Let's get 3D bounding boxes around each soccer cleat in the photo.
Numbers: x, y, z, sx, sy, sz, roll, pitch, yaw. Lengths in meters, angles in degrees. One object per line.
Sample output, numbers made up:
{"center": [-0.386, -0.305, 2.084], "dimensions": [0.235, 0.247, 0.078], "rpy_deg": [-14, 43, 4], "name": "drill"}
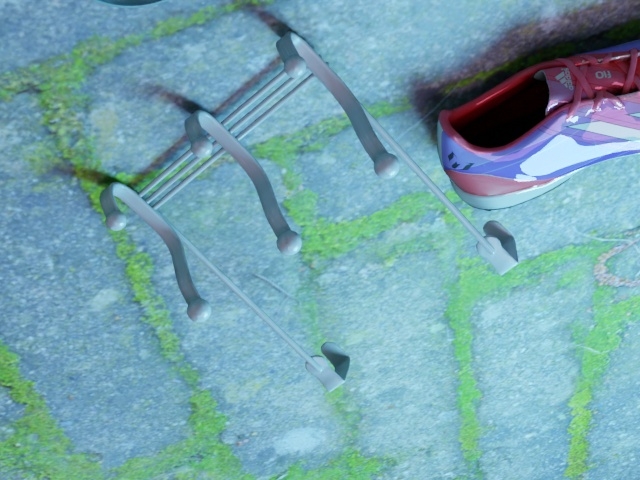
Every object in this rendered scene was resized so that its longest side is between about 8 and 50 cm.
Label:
{"center": [0.257, -0.131, 1.079], "dimensions": [0.318, 0.109, 0.116], "rpy_deg": [-23, 147, 10], "name": "soccer cleat"}

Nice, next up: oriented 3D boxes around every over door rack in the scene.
{"center": [0.000, 0.000, 1.058], "dimensions": [0.239, 0.108, 0.324], "rpy_deg": [-37, 122, 22], "name": "over door rack"}

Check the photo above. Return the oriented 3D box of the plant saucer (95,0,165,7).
{"center": [-0.133, -0.221, 0.851], "dimensions": [0.119, 0.021, 0.119], "rpy_deg": [-13, 143, -10], "name": "plant saucer"}
